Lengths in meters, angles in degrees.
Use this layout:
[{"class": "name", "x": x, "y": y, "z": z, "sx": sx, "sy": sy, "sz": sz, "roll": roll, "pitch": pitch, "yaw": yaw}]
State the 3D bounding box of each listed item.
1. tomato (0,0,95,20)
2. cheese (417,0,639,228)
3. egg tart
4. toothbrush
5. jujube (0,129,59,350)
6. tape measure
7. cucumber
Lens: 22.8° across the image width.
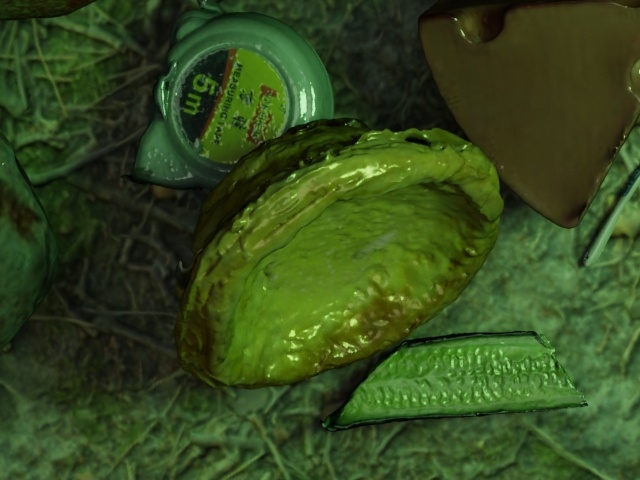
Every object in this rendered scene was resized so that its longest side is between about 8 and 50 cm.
[{"class": "tomato", "x": -0.213, "y": -0.306, "z": 1.161, "sx": 0.303, "sy": 0.239, "sz": 0.304, "roll": -1, "pitch": 78, "yaw": 7}, {"class": "cheese", "x": 0.164, "y": -0.140, "z": 1.196, "sx": 0.177, "sy": 0.128, "sz": 0.203, "roll": 27, "pitch": 120, "yaw": 9}, {"class": "egg tart", "x": 0.000, "y": 0.000, "z": 1.208, "sx": 0.294, "sy": 0.294, "sz": 0.123, "roll": -35, "pitch": 61, "yaw": 11}, {"class": "toothbrush", "x": 0.257, "y": -0.047, "z": 1.278, "sx": 0.017, "sy": 0.014, "sz": 0.162, "roll": 26, "pitch": 103, "yaw": -13}, {"class": "jujube", "x": -0.359, "y": 0.015, "z": 1.258, "sx": 0.308, "sy": 0.215, "sz": 0.246, "roll": -40, "pitch": 97, "yaw": 12}, {"class": "tape measure", "x": -0.044, "y": -0.186, "z": 1.260, "sx": 0.164, "sy": 0.084, "sz": 0.330, "roll": 18, "pitch": 95, "yaw": 3}, {"class": "cucumber", "x": 0.106, "y": 0.111, "z": 1.309, "sx": 0.220, "sy": 0.046, "sz": 0.071, "roll": -7, "pitch": 97, "yaw": 6}]
